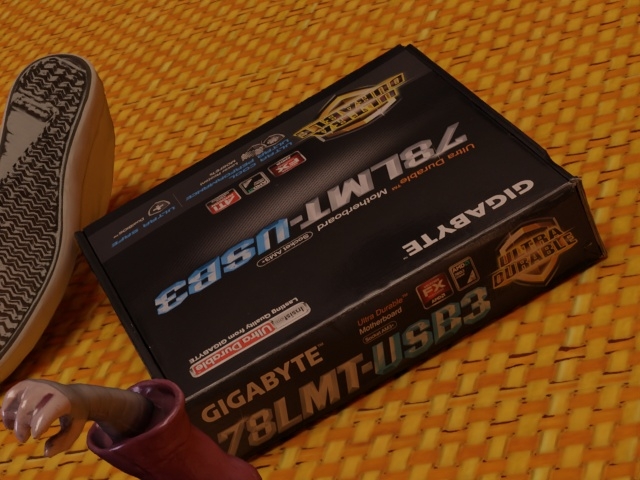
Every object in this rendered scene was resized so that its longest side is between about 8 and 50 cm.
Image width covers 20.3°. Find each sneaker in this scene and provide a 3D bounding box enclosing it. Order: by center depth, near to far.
[{"bbox_3d":[-0.216,0.005,1.386,0.106,0.123,0.290,9,61,17],"label":"sneaker"}]

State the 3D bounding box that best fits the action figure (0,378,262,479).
[{"bbox_3d":[-0.113,0.203,0.926,0.370,0.248,0.276,-7,-10,4],"label":"action figure"}]

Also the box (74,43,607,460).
[{"bbox_3d":[0.000,0.000,1.227,0.295,0.073,0.293,-30,28,-5],"label":"box"}]
